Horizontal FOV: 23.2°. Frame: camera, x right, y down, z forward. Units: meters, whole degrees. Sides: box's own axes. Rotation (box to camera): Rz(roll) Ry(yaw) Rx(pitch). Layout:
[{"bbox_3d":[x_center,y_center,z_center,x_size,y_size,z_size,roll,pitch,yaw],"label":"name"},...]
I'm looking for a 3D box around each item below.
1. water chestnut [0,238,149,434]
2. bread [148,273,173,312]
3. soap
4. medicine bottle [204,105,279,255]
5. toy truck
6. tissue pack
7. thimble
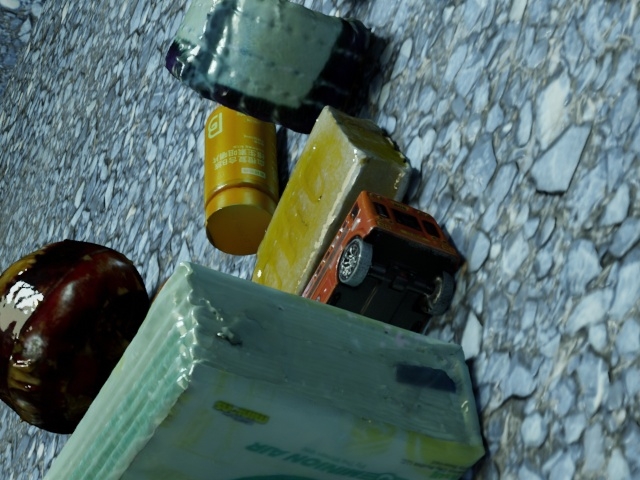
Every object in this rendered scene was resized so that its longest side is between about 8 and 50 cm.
[{"bbox_3d":[-0.337,0.143,2.213,0.300,0.300,0.300,-49,31,44],"label":"water chestnut"},{"bbox_3d":[-0.159,0.126,1.946,0.199,0.104,0.199,-48,34,48],"label":"bread"},{"bbox_3d":[0.000,0.000,1.694,0.258,0.080,0.160,-65,23,17],"label":"soap"},{"bbox_3d":[-0.101,-0.081,1.974,0.096,0.096,0.192,-53,28,39],"label":"medicine bottle"},{"bbox_3d":[0.029,0.083,1.524,0.253,0.107,0.114,-60,24,24],"label":"toy truck"},{"bbox_3d":[-0.075,0.217,1.428,0.388,0.287,0.162,-54,27,39],"label":"tissue pack"},{"bbox_3d":[-0.066,-0.220,1.818,0.150,0.237,0.237,-68,22,7],"label":"thimble"}]
